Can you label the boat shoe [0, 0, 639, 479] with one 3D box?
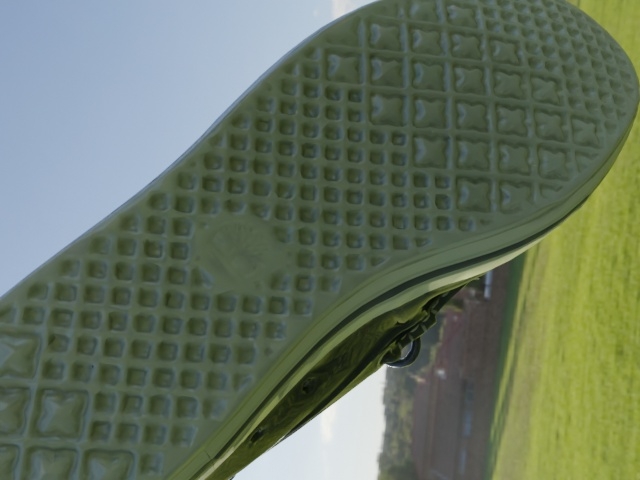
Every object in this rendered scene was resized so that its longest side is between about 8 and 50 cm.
[{"bbox_3d":[0.000,0.000,0.502,0.500,0.187,0.156,-38,-12,-20],"label":"boat shoe"}]
